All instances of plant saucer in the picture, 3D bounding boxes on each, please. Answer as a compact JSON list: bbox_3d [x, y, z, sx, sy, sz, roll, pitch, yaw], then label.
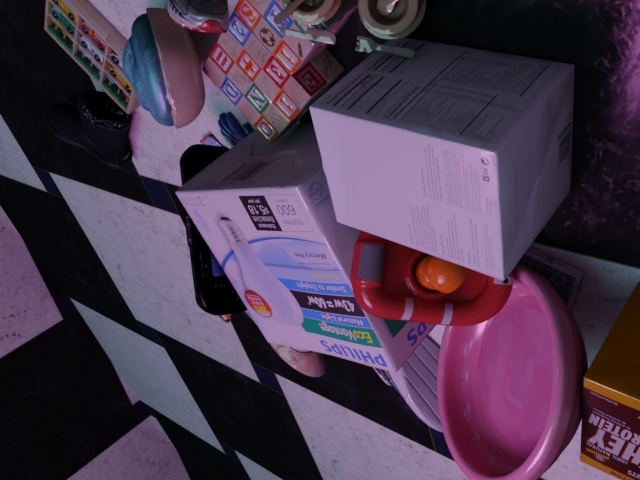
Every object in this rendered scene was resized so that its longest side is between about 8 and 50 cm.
[{"bbox_3d":[0.286,0.201,1.070,0.084,0.332,0.332,9,155,-18],"label":"plant saucer"}]

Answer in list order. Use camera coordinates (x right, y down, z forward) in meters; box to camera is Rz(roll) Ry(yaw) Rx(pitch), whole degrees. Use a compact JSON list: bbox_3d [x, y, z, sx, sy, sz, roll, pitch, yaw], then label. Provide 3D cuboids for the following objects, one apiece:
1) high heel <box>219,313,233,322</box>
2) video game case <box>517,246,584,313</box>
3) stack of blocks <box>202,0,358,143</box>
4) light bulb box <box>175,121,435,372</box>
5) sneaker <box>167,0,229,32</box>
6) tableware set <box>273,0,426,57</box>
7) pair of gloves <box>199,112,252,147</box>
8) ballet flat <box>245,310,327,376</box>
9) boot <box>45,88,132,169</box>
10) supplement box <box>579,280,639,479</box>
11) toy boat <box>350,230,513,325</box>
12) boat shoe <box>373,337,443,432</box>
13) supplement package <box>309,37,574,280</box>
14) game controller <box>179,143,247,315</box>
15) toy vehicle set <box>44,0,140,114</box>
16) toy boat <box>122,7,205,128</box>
[{"bbox_3d":[-0.233,0.047,1.622,0.186,0.093,0.261,129,127,-64],"label":"high heel"},{"bbox_3d":[0.319,0.079,1.144,0.173,0.022,0.190,28,145,27],"label":"video game case"},{"bbox_3d":[-0.054,-0.293,1.088,0.171,0.087,0.297,47,149,-3],"label":"stack of blocks"},{"bbox_3d":[0.000,0.000,1.236,0.357,0.225,0.361,2,128,50],"label":"light bulb box"},{"bbox_3d":[-0.180,-0.388,1.046,0.093,0.088,0.225,119,142,-47],"label":"sneaker"},{"bbox_3d":[0.035,-0.306,0.901,0.194,0.039,0.128,13,111,13],"label":"tableware set"},{"bbox_3d":[-0.168,-0.170,1.436,0.159,0.023,0.198,49,150,-7],"label":"pair of gloves"},{"bbox_3d":[-0.090,0.194,1.701,0.316,0.107,0.106,43,136,2],"label":"ballet flat"},{"bbox_3d":[-0.542,-0.290,1.669,0.246,0.094,0.207,35,152,5],"label":"boot"},{"bbox_3d":[0.451,0.202,0.963,0.129,0.191,0.194,20,142,35],"label":"supplement box"},{"bbox_3d":[0.165,0.044,1.002,0.231,0.151,0.151,7,177,-11],"label":"toy boat"},{"bbox_3d":[0.168,0.240,1.449,0.335,0.121,0.119,55,158,6],"label":"boat shoe"},{"bbox_3d":[0.161,-0.117,0.928,0.262,0.198,0.199,21,142,35],"label":"supplement package"},{"bbox_3d":[-0.191,-0.021,1.347,0.067,0.166,0.319,-9,87,22],"label":"game controller"},{"bbox_3d":[-0.475,-0.408,1.508,0.267,0.035,0.166,45,150,0],"label":"toy vehicle set"},{"bbox_3d":[-0.295,-0.353,1.201,0.267,0.148,0.318,-122,21,-59],"label":"toy boat"}]
